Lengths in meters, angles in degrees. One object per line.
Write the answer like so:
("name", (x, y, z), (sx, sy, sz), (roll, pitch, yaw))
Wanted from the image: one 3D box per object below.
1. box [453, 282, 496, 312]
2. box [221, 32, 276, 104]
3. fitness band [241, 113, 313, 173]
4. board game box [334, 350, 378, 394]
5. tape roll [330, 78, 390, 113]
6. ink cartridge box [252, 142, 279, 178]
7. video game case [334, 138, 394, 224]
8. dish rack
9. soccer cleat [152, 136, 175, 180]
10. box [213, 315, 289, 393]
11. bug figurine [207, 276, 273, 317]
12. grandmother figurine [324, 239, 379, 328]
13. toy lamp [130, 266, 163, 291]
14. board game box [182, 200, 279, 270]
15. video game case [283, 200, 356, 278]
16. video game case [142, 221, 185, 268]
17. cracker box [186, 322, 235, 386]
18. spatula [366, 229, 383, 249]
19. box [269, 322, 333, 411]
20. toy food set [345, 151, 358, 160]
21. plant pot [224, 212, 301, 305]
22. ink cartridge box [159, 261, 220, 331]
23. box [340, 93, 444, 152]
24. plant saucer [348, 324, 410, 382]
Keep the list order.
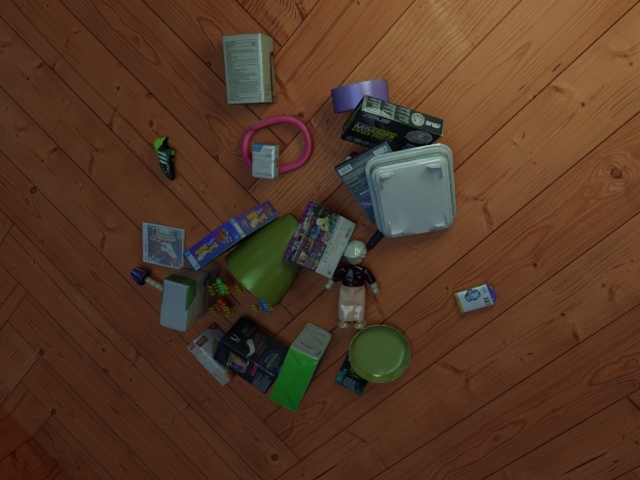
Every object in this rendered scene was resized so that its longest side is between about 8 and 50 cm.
("box", (0.566, 0.207, 1.757), (0.136, 0.028, 0.081), (-20, 98, 19))
("box", (-0.252, -0.608, 1.726), (0.149, 0.127, 0.232), (3, 105, 17))
("fitness band", (-0.166, -0.357, 1.814), (0.291, 0.054, 0.208), (-11, 104, 21))
("board game box", (0.147, 0.532, 1.976), (0.126, 0.026, 0.186), (27, 111, 9))
("tape roll", (0.133, -0.481, 1.610), (0.189, 0.189, 0.080), (-5, 103, 18))
("ink cartridge box", (-0.203, -0.296, 1.788), (0.089, 0.052, 0.122), (9, 109, 14))
("video game case", (0.200, -0.192, 1.651), (0.196, 0.026, 0.274), (-27, 125, 17))
("dish rack", (0.314, -0.147, 1.625), (0.286, 0.072, 0.332), (-11, 128, 8))
("soccer cleat", (-0.621, -0.332, 1.955), (0.073, 0.060, 0.178), (-16, 97, 19))
("box", (-0.280, 0.474, 2.003), (0.271, 0.165, 0.143), (34, 128, 7))
("bug figurine", (-0.333, 0.233, 1.992), (0.279, 0.072, 0.216), (-4, 127, 14))
("grandmother figurine", (0.120, 0.165, 1.850), (0.208, 0.104, 0.341), (2, 104, -12))
("toy lamp", (-0.712, 0.203, 2.123), (0.275, 0.080, 0.080), (30, 111, 6))
("board game box", (-0.322, -0.026, 1.792), (0.233, 0.347, 0.078), (-33, 94, 23))
("video game case", (0.000, 0.000, 1.761), (0.210, 0.042, 0.231), (25, 89, -32))
("video game case", (-0.681, 0.023, 2.091), (0.202, 0.023, 0.183), (10, 108, 14))
("cracker box", (-0.438, 0.488, 2.071), (0.232, 0.156, 0.067), (46, 120, 0))
("spatula", (0.256, -0.078, 1.770), (0.084, 0.030, 0.296), (36, 113, 1))
("box", (-0.070, 0.500, 1.924), (0.127, 0.231, 0.261), (25, 111, 8))
("toy food set", (0.155, -0.285, 1.703), (0.111, 0.104, 0.232), (27, 111, 9))
("plant pot", (-0.162, 0.047, 1.832), (0.275, 0.275, 0.293), (43, 96, 2))
("ink cartridge box", (-0.524, 0.212, 1.960), (0.117, 0.278, 0.201), (13, 108, 10))
("box", (0.226, -0.358, 1.560), (0.270, 0.216, 0.060), (14, 75, -13))
("plant saucer", (0.232, 0.441, 1.897), (0.241, 0.037, 0.240), (1, 99, 4))
